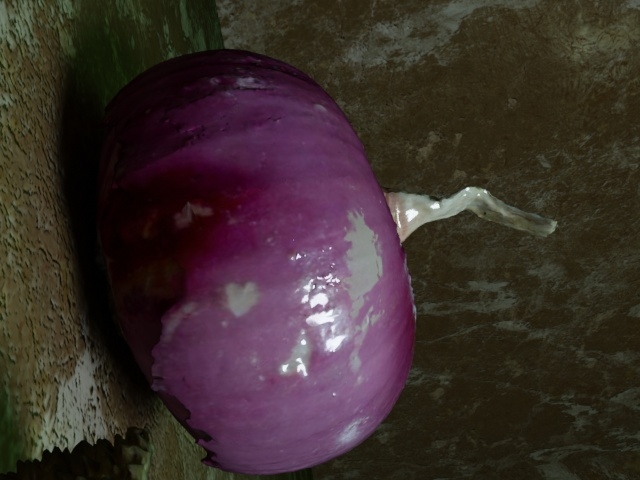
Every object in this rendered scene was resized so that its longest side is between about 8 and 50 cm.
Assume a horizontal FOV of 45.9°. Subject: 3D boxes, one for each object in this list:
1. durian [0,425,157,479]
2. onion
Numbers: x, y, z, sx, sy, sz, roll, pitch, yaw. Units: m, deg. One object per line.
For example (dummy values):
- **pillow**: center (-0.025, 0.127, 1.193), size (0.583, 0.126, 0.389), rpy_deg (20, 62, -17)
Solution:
- **durian**: center (-0.119, 0.153, 0.324), size (0.188, 0.092, 0.148), rpy_deg (-141, -125, -85)
- **onion**: center (-0.039, 0.006, 0.660), size (0.358, 0.345, 0.358), rpy_deg (37, -37, 35)
